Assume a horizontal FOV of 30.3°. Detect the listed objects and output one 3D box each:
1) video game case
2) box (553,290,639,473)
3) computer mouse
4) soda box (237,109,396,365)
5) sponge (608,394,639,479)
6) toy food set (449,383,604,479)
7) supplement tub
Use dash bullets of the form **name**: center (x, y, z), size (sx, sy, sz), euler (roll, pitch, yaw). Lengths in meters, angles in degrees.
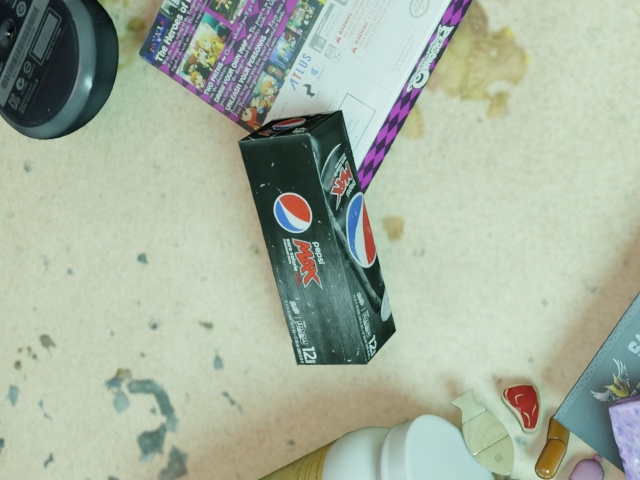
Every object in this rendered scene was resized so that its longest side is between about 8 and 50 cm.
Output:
- **video game case**: center (-0.002, -0.182, 0.843), size (0.210, 0.042, 0.232), euler (35, 107, 23)
- **box**: center (0.275, 0.066, 0.685), size (0.183, 0.059, 0.232), euler (37, 108, 23)
- **computer mouse**: center (-0.235, -0.181, 0.964), size (0.272, 0.072, 0.188), euler (47, 114, 33)
- **soda box**: center (0.000, 0.000, 0.808), size (0.060, 0.053, 0.169), euler (-4, 111, 29)
- **sponge**: center (0.271, 0.123, 0.636), size (0.210, 0.031, 0.117), euler (-17, 85, 29)
- **toy food set**: center (0.142, 0.146, 0.771), size (0.078, 0.019, 0.122), euler (-22, 68, 0)
- **supplement tub**: center (0.014, 0.211, 0.782), size (0.200, 0.144, 0.144), euler (-31, 76, 26)
